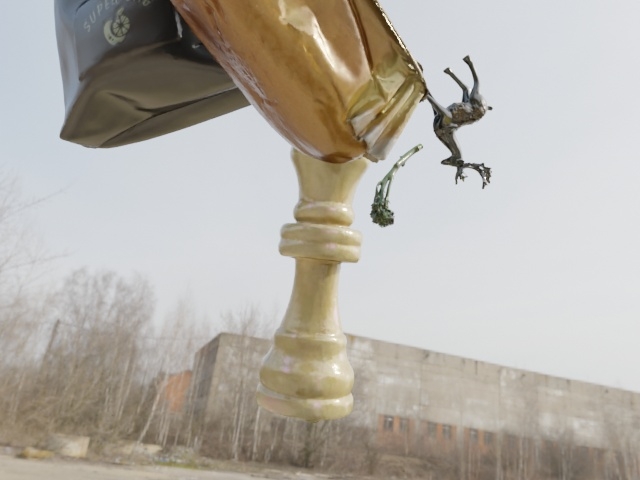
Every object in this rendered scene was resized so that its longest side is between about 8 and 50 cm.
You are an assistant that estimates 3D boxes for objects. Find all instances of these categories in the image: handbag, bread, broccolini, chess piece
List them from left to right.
[{"bbox_3d":[-0.219,-0.298,0.680,0.342,0.288,0.152,-12,-1,20],"label":"handbag"},{"bbox_3d":[-0.030,-0.171,0.405,0.241,0.107,0.136,48,-9,-25],"label":"bread"},{"bbox_3d":[0.000,0.000,0.620,0.117,0.397,0.117,6,-4,0],"label":"chess piece"},{"bbox_3d":[0.133,-0.108,0.906,0.054,0.194,0.052,4,-32,50],"label":"broccolini"}]

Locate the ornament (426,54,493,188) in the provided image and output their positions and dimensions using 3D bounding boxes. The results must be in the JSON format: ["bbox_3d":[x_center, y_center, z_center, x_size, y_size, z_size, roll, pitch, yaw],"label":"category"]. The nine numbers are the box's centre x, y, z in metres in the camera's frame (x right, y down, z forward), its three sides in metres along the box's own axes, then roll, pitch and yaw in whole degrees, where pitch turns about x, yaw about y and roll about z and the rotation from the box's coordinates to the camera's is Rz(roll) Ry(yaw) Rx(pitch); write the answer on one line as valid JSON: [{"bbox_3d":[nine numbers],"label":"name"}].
[{"bbox_3d":[0.141,-0.111,0.507,0.073,0.125,0.028,-26,-1,-11],"label":"ornament"}]
